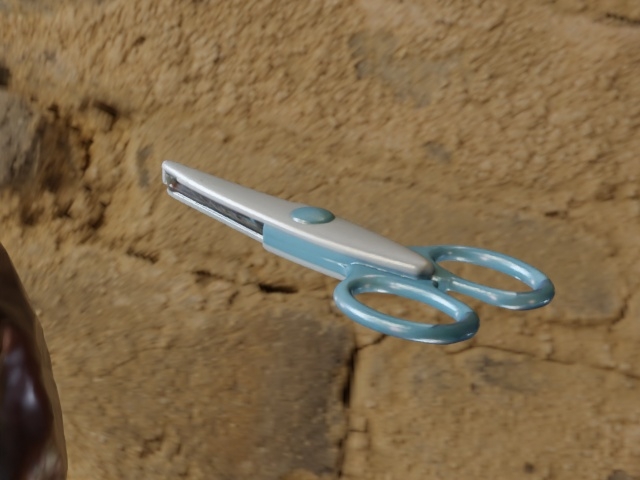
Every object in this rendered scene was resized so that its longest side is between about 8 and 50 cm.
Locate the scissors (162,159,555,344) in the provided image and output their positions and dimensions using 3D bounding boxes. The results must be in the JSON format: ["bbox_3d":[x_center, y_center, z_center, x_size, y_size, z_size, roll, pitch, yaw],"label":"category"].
[{"bbox_3d":[0.000,0.000,0.393,0.058,0.119,0.014,-19,-58,-45],"label":"scissors"}]

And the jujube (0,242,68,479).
[{"bbox_3d":[-0.158,0.073,0.420,0.183,0.243,0.183,8,-123,-13],"label":"jujube"}]
